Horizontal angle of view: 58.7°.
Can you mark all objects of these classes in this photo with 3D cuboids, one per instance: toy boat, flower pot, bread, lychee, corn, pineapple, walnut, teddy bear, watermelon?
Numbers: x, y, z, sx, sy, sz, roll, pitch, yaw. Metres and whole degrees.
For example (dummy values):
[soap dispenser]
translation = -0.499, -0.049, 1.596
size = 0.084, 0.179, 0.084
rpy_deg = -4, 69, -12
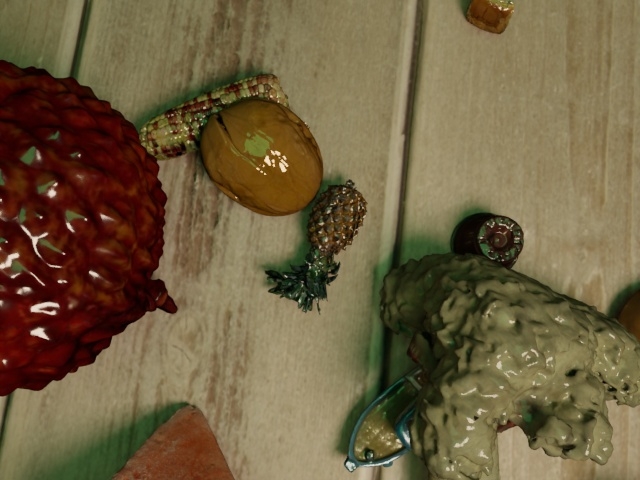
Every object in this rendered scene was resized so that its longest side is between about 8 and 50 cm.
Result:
[toy boat]
translation = 0.119, 0.259, 0.832
size = 0.215, 0.102, 0.088
rpy_deg = -40, 81, -6
[flower pot]
translation = 0.266, 0.001, 0.880
size = 0.111, 0.089, 0.111
rpy_deg = 0, 81, 0
[bread]
translation = 0.285, -0.396, 0.951
size = 0.070, 0.083, 0.077
rpy_deg = 15, 81, 5
[lychee]
translation = -0.388, -0.011, 0.725
size = 0.500, 0.424, 0.425
rpy_deg = 27, 78, -40
[corn]
translation = -0.173, -0.195, 0.913
size = 0.253, 0.086, 0.086
rpy_deg = -21, 81, -2
[pineapple]
translation = 0.000, 0.000, 0.881
size = 0.103, 0.083, 0.221
rpy_deg = 28, 81, -12
[walnut]
translation = -0.080, -0.120, 0.861
size = 0.211, 0.087, 0.167
rpy_deg = 37, 95, -18
[teddy bear]
translation = 0.284, 0.159, 0.765
size = 0.367, 0.357, 0.224
rpy_deg = 21, 116, -17
[watermelon]
translation = -0.198, 0.382, 0.738
size = 0.283, 0.250, 0.293
rpy_deg = -3, 83, -6

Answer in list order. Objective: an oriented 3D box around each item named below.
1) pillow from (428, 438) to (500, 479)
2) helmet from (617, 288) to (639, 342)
[pillow]
translation = 0.199, 0.315, 0.788
size = 0.077, 0.134, 0.181
rpy_deg = 6, 100, 40
[helmet]
translation = 0.556, 0.164, 0.838
size = 0.224, 0.130, 0.198
rpy_deg = 36, 85, 4
